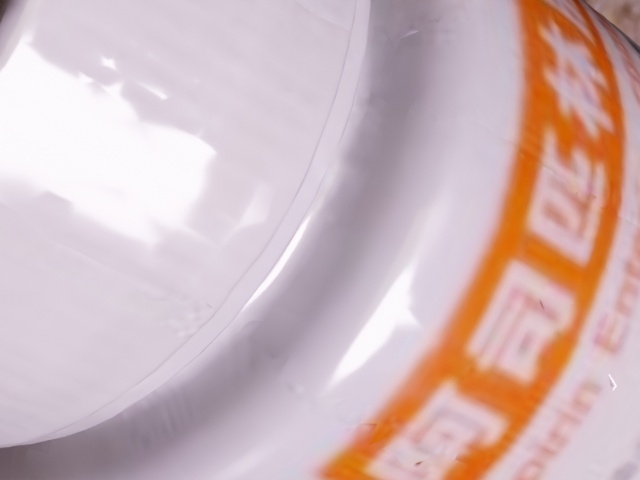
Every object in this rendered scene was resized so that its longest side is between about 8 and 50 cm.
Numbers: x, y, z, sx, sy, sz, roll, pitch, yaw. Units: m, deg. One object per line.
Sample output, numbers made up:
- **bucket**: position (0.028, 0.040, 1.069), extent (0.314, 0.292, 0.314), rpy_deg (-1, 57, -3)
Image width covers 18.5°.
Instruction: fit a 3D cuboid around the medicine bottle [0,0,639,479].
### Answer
- **medicine bottle**: position (0.000, 0.000, 0.578), extent (0.371, 0.211, 0.211), rpy_deg (31, 87, -42)
